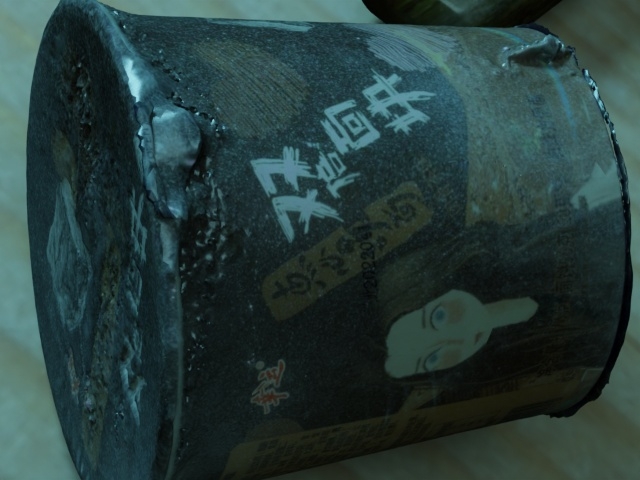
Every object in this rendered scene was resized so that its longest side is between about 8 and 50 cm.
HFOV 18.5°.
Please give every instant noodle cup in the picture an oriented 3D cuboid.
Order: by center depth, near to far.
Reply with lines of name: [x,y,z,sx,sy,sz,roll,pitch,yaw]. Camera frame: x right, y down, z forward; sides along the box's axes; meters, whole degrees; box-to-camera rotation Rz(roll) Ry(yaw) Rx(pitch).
instant noodle cup: [0.000,0.000,0.814,0.207,0.217,0.217,-5,73,-21]

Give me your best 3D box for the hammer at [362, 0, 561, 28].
hammer: [0.198,-0.211,0.983,0.409,0.095,0.242,-37,83,-18]
